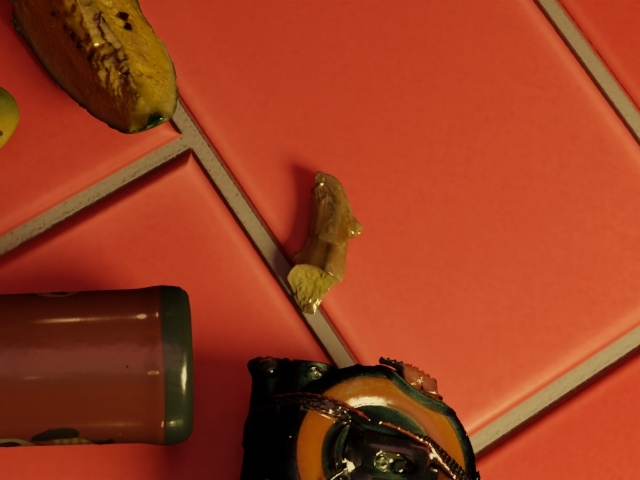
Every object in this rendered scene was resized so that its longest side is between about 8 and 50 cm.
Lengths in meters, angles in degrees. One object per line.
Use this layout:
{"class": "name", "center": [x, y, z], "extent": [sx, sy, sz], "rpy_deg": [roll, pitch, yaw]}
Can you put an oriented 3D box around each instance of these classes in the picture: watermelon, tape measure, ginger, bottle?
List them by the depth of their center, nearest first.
{"class": "bottle", "center": [-0.283, 0.114, 1.527], "extent": [0.336, 0.144, 0.144], "rpy_deg": [-1, 72, -6]}
{"class": "tape measure", "center": [0.031, 0.211, 1.541], "extent": [0.223, 0.135, 0.202], "rpy_deg": [12, 61, -10]}
{"class": "watermelon", "center": [-0.228, -0.226, 1.651], "extent": [0.123, 0.129, 0.301], "rpy_deg": [-30, 84, -14]}
{"class": "ginger", "center": [0.005, 0.002, 1.657], "extent": [0.057, 0.044, 0.137], "rpy_deg": [8, 68, 13]}

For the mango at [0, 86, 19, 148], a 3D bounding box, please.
{"class": "mango", "center": [-0.387, -0.125, 1.617], "extent": [0.191, 0.085, 0.122], "rpy_deg": [27, 67, 2]}
